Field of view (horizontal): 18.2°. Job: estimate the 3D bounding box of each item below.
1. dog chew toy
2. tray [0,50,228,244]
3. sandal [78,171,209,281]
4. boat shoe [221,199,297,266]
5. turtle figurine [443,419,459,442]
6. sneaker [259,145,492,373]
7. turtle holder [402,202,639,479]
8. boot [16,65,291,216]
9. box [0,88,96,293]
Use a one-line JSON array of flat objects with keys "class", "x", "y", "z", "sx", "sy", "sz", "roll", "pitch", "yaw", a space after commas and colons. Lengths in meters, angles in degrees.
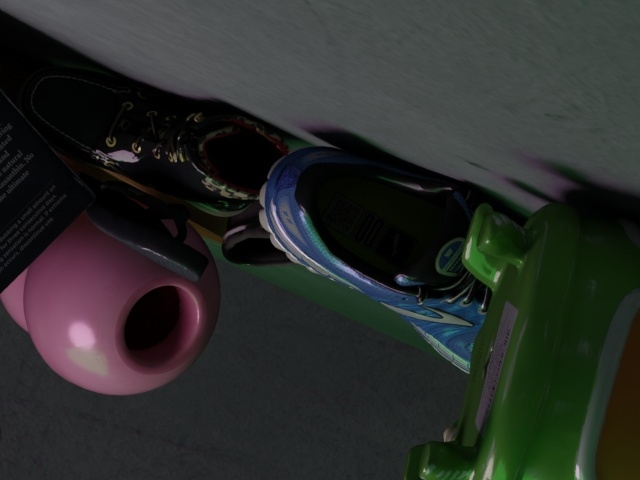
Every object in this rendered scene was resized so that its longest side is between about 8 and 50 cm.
[{"class": "dog chew toy", "x": -0.251, "y": 0.031, "z": 2.126, "sx": 0.206, "sy": 0.207, "sz": 0.332, "roll": 28, "pitch": -178, "yaw": -40}, {"class": "tray", "x": -0.213, "y": -0.092, "z": 2.118, "sx": 0.203, "sy": 0.076, "sz": 0.411, "roll": 21, "pitch": 173, "yaw": 32}, {"class": "sandal", "x": -0.167, "y": -0.028, "z": 1.804, "sx": 0.097, "sy": 0.054, "sz": 0.254, "roll": 30, "pitch": -178, "yaw": -29}, {"class": "boat shoe", "x": 0.000, "y": 0.000, "z": 1.951, "sx": 0.112, "sy": 0.095, "sz": 0.335, "roll": 26, "pitch": 175, "yaw": -27}, {"class": "turtle figurine", "x": 0.220, "y": 0.172, "z": 1.749, "sx": 0.274, "sy": 0.266, "sz": 0.198, "roll": 29, "pitch": 173, "yaw": -41}, {"class": "sneaker", "x": 0.107, "y": 0.029, "z": 1.577, "sx": 0.330, "sy": 0.130, "sz": 0.147, "roll": 25, "pitch": 178, "yaw": -6}, {"class": "turtle holder", "x": 0.189, "y": 0.117, "z": 1.392, "sx": 0.227, "sy": 0.243, "sz": 0.320, "roll": 15, "pitch": 153, "yaw": 0}, {"class": "boot", "x": -0.139, "y": -0.094, "z": 1.731, "sx": 0.236, "sy": 0.085, "sz": 0.178, "roll": 25, "pitch": 170, "yaw": -15}, {"class": "box", "x": -0.406, "y": -0.101, "z": 1.797, "sx": 0.294, "sy": 0.183, "sz": 0.296, "roll": 52, "pitch": 162, "yaw": -26}]
